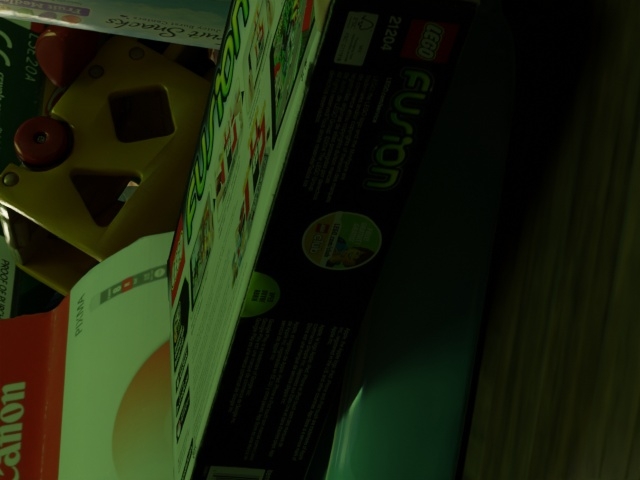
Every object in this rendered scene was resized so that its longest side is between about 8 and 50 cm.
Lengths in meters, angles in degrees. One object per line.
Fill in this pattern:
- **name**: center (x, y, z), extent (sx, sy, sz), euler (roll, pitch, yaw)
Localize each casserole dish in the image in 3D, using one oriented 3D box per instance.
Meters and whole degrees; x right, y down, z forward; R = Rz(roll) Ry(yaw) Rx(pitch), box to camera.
- **casserole dish**: center (0.020, 0.009, 0.537), extent (0.114, 0.037, 0.188), euler (-127, 45, -75)

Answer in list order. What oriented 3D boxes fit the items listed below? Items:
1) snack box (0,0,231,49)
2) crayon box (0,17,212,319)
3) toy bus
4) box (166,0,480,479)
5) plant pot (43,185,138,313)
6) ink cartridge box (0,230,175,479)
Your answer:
- **snack box**: center (-0.051, -0.179, 0.648), extent (0.070, 0.174, 0.207), euler (132, 144, -68)
- **crayon box**: center (-0.139, -0.162, 1.042), extent (0.363, 0.106, 0.313), euler (107, -171, -47)
- **toy bus**: center (-0.082, -0.052, 0.935), extent (0.202, 0.104, 0.191), euler (-64, -12, 23)
- **box**: center (-0.008, -0.023, 0.502), extent (0.114, 0.036, 0.207), euler (-96, 18, -44)
- **plant pot**: center (-0.203, 0.104, 1.227), extent (0.236, 0.212, 0.236), euler (-96, 15, -53)
- **ink cartridge box**: center (-0.092, 0.062, 0.729), extent (0.145, 0.179, 0.045), euler (-94, -6, -45)
